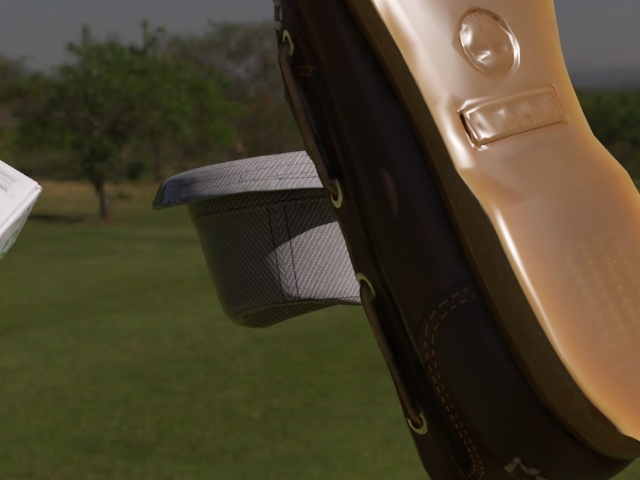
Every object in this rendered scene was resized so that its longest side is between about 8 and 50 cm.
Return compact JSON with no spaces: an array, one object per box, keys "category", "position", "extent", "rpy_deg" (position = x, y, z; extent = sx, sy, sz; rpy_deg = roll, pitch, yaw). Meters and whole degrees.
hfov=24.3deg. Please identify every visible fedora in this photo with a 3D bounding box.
[{"category":"fedora","position":[0.000,0.000,1.118],"extent":[0.243,0.124,0.275],"rpy_deg":[-7,0,7]}]

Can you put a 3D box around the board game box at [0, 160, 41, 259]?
[{"category":"board game box","position":[-0.267,0.004,0.650],"extent":[0.193,0.053,0.305],"rpy_deg":[31,29,-3]}]

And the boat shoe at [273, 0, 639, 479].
[{"category":"boat shoe","position":[0.021,-0.036,0.362],"extent":[0.073,0.207,0.073],"rpy_deg":[-5,-18,-38]}]
